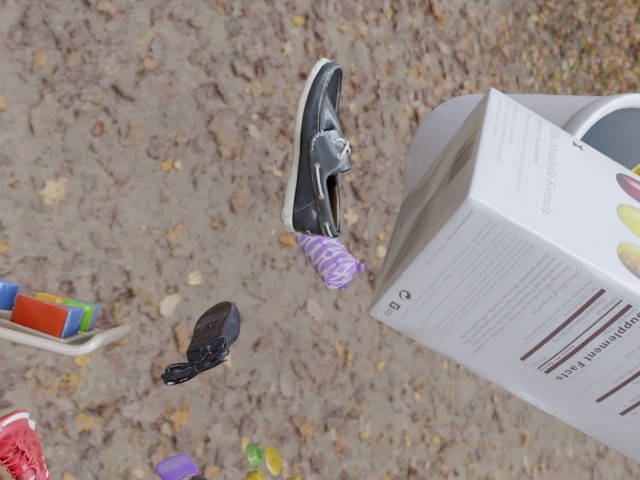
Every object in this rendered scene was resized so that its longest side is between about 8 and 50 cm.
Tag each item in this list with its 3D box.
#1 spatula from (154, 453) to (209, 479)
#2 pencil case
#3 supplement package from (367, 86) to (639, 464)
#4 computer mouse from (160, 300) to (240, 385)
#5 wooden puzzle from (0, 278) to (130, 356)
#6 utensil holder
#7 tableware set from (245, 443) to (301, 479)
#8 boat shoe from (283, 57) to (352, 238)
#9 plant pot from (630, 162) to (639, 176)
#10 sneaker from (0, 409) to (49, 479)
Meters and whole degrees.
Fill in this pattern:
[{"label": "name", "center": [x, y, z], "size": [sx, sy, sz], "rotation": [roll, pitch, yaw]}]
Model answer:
[{"label": "spatula", "center": [-0.273, 0.506, 1.638], "size": [0.084, 0.296, 0.030], "rotation": [-15, 95, -30]}, {"label": "pencil case", "center": [0.000, 0.000, 1.538], "size": [0.088, 0.206, 0.086], "rotation": [-29, 153, -12]}, {"label": "supplement package", "center": [0.181, 0.029, 0.554], "size": [0.244, 0.134, 0.139], "rotation": [29, 43, -7]}, {"label": "computer mouse", "center": [-0.257, 0.246, 1.832], "size": [0.072, 0.188, 0.272], "rotation": [58, 22, -21]}, {"label": "wooden puzzle", "center": [-0.498, 0.110, 1.244], "size": [0.322, 0.348, 0.080], "rotation": [154, -54, -84]}, {"label": "utensil holder", "center": [0.376, -0.095, 1.334], "size": [0.327, 0.385, 0.327], "rotation": [-7, 105, -27]}, {"label": "tableware set", "center": [-0.071, 0.374, 1.200], "size": [0.154, 0.024, 0.104], "rotation": [43, 29, -52]}, {"label": "boat shoe", "center": [0.008, -0.116, 1.000], "size": [0.084, 0.079, 0.233], "rotation": [-29, 130, -63]}, {"label": "plant pot", "center": [0.464, 0.046, 1.037], "size": [0.212, 0.212, 0.187], "rotation": [-32, 136, -30]}, {"label": "sneaker", "center": [-0.497, 0.360, 1.283], "size": [0.128, 0.087, 0.221], "rotation": [61, -10, 11]}]
